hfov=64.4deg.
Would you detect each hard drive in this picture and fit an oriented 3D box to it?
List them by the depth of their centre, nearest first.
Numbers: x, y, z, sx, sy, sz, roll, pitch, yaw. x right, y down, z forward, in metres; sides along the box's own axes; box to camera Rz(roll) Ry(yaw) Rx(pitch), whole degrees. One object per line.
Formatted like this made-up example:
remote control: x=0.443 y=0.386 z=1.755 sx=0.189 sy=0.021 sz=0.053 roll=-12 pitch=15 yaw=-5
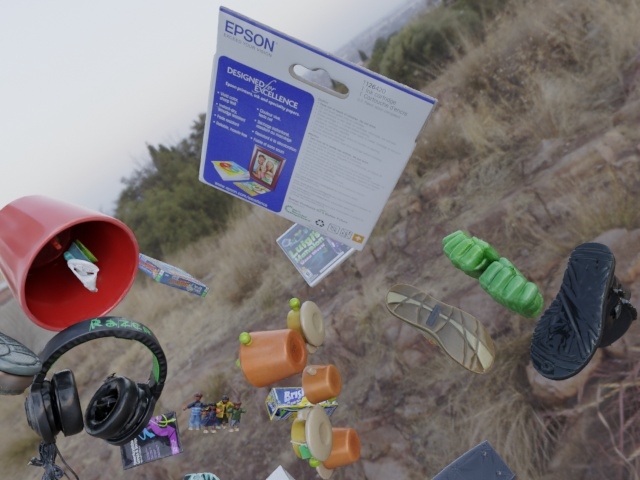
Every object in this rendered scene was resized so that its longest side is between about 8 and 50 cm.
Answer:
hard drive: x=0.455 y=0.747 z=1.551 sx=0.254 sy=0.054 sz=0.172 roll=-37 pitch=23 yaw=0

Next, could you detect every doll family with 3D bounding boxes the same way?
doll family: x=-0.335 y=0.542 z=1.613 sx=0.192 sy=0.112 sz=0.076 roll=8 pitch=-2 yaw=-32

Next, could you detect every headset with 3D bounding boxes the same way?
headset: x=-0.471 y=0.320 z=1.018 sx=0.185 sy=0.243 sz=0.394 roll=36 pitch=103 yaw=51

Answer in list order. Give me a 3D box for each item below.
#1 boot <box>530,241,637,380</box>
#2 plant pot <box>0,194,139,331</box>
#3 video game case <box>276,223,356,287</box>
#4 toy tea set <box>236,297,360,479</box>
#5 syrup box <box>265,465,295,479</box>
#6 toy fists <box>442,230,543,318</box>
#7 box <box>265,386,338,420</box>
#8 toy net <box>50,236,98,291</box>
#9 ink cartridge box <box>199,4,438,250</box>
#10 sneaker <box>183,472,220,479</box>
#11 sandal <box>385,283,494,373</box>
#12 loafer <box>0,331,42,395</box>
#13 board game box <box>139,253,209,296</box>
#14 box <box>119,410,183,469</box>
boot: x=0.463 y=0.150 z=0.875 sx=0.094 sy=0.207 sz=0.247 roll=12 pitch=69 yaw=46
plant pot: x=-0.595 y=0.028 z=1.145 sx=0.243 sy=0.275 sz=0.275 roll=27 pitch=55 yaw=29
video game case: x=0.000 y=0.000 z=1.339 sx=0.190 sy=0.173 sz=0.022 roll=-41 pitch=-28 yaw=3
toy tea set: x=-0.045 y=0.283 z=0.920 sx=0.124 sy=0.336 sz=0.200 roll=-18 pitch=0 yaw=23
syrup box: x=-0.045 y=0.675 z=1.241 sx=0.096 sy=0.237 sz=0.093 roll=-42 pitch=17 yaw=-14
toy fists: x=0.406 y=0.072 z=1.214 sx=0.096 sy=0.142 sz=0.279 roll=-54 pitch=45 yaw=14
box: x=-0.046 y=0.400 z=1.251 sx=0.054 sy=0.168 sz=0.059 roll=-63 pitch=35 yaw=28
toy net: x=-0.506 y=0.035 z=1.062 sx=0.045 sy=0.122 sz=0.232 roll=-41 pitch=34 yaw=-18
ink cartridge box: x=-0.020 y=-0.153 z=0.757 sx=0.072 sy=0.303 sz=0.307 roll=-64 pitch=-2 yaw=-45
sneaker: x=-0.252 y=0.541 z=1.145 sx=0.098 sy=0.069 sz=0.038 roll=-6 pitch=67 yaw=26
sandal: x=0.176 y=0.129 z=0.757 sx=0.072 sy=0.180 sz=0.049 roll=-51 pitch=-18 yaw=-21
loafer: x=-0.436 y=0.131 z=0.592 sx=0.267 sy=0.096 sz=0.084 roll=18 pitch=79 yaw=23
board game box: x=-0.443 y=0.106 z=1.519 sx=0.136 sy=0.201 sz=0.035 roll=28 pitch=86 yaw=31
box: x=-0.479 y=0.561 z=1.429 sx=0.162 sy=0.116 sz=0.029 roll=-14 pitch=-21 yaw=-13
